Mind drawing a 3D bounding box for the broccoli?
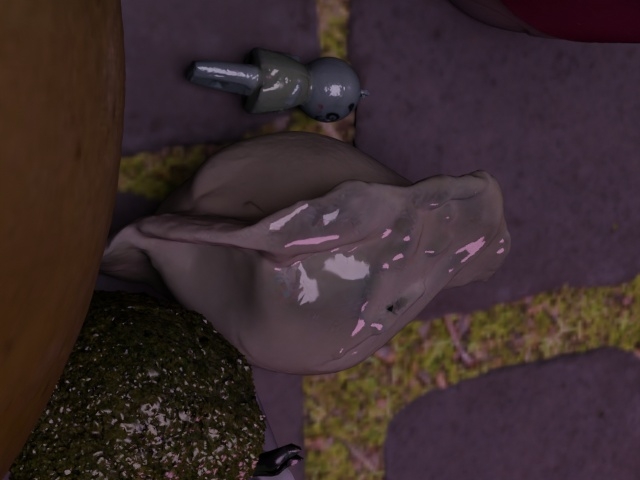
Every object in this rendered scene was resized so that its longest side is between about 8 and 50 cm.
[{"bbox_3d":[-0.088,0.080,0.585,0.131,0.130,0.120,-24,147,-46],"label":"broccoli"}]

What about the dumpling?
[{"bbox_3d":[0.000,0.000,0.646,0.229,0.151,0.124,-4,74,-24],"label":"dumpling"}]

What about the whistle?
[{"bbox_3d":[-0.020,-0.081,0.683,0.100,0.035,0.035,5,96,-25],"label":"whistle"}]

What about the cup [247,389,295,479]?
[{"bbox_3d":[-0.041,0.129,0.672,0.074,0.104,0.116,-38,116,-31],"label":"cup"}]

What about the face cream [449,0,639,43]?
[{"bbox_3d":[0.155,-0.187,0.660,0.175,0.195,0.175,-4,101,-24],"label":"face cream"}]

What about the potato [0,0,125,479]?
[{"bbox_3d":[-0.246,-0.044,0.451,0.385,0.319,0.442,19,98,15],"label":"potato"}]
